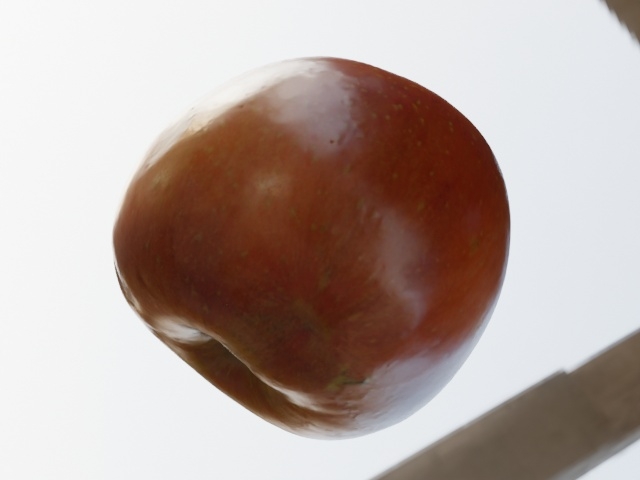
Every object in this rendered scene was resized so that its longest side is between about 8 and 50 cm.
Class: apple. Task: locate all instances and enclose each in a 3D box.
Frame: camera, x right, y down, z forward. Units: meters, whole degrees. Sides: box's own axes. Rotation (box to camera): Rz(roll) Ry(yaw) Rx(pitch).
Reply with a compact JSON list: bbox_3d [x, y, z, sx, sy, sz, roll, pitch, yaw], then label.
[{"bbox_3d":[0.000,0.000,0.675,0.163,0.139,0.163,33,-18,12],"label":"apple"}]
